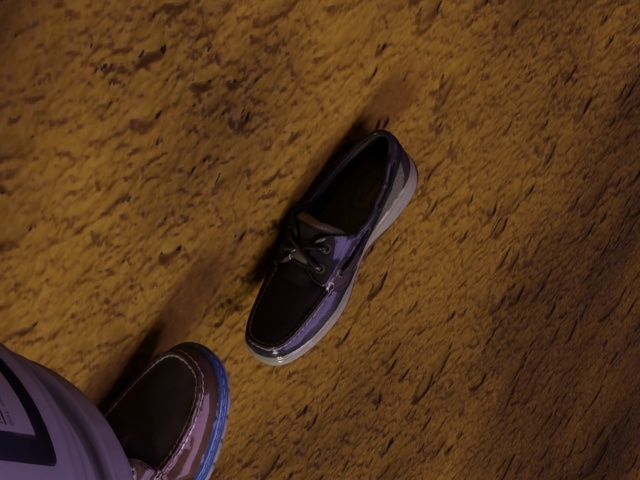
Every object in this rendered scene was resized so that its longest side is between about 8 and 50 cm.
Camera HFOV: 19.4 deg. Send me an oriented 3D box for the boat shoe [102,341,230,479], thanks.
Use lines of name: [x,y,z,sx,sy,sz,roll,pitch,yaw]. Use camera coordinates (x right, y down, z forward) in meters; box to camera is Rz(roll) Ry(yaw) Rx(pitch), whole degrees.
boat shoe: [-0.114,0.135,1.012,0.183,0.066,0.066,-60,152,7]

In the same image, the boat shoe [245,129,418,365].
boat shoe: [0.000,0.000,1.072,0.152,0.056,0.049,-59,151,-17]

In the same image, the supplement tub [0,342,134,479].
supplement tub: [-0.199,0.105,0.649,0.191,0.191,0.272,-58,154,4]
